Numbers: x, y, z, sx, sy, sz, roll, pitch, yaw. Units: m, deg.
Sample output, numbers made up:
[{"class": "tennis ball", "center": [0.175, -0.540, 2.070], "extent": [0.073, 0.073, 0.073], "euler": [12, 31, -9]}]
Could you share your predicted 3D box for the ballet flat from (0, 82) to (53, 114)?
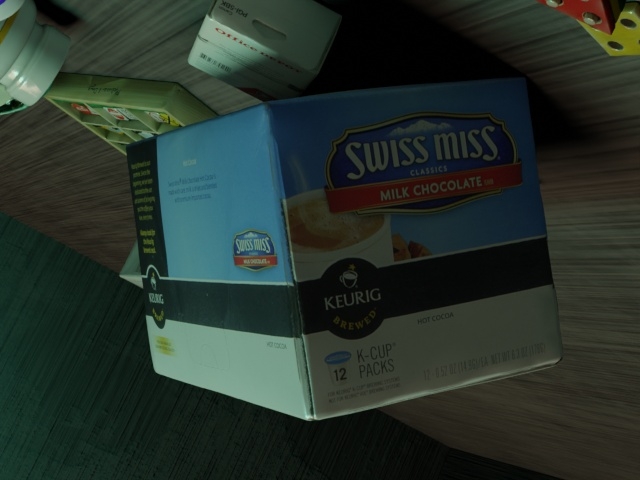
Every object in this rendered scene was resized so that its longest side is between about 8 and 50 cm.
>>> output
[{"class": "ballet flat", "center": [-0.449, -0.178, 1.358], "extent": [0.247, 0.083, 0.087], "euler": [-12, -160, 6]}]

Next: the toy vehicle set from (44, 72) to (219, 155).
[{"class": "toy vehicle set", "center": [-0.209, -0.143, 1.386], "extent": [0.267, 0.035, 0.166], "euler": [12, 162, 45]}]

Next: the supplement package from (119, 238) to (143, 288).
[{"class": "supplement package", "center": [-0.108, 0.044, 1.639], "extent": [0.293, 0.175, 0.177], "euler": [30, 166, -24]}]

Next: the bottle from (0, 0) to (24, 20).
[{"class": "bottle", "center": [-0.350, -0.285, 0.941], "extent": [0.118, 0.092, 0.283], "euler": [18, 166, 26]}]

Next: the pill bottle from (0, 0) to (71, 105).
[{"class": "pill bottle", "center": [-0.369, -0.229, 1.154], "extent": [0.208, 0.118, 0.117], "euler": [31, 166, -26]}]

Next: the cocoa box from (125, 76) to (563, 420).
[{"class": "cocoa box", "center": [0.000, 0.000, 0.953], "extent": [0.231, 0.228, 0.347], "euler": [-9, -177, -26]}]

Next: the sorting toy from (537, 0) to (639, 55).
[{"class": "sorting toy", "center": [0.163, -0.152, 0.605], "extent": [0.132, 0.046, 0.274], "euler": [18, 166, 29]}]

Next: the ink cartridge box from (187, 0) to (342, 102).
[{"class": "ink cartridge box", "center": [-0.049, -0.166, 0.931], "extent": [0.099, 0.056, 0.135], "euler": [27, 168, -10]}]
